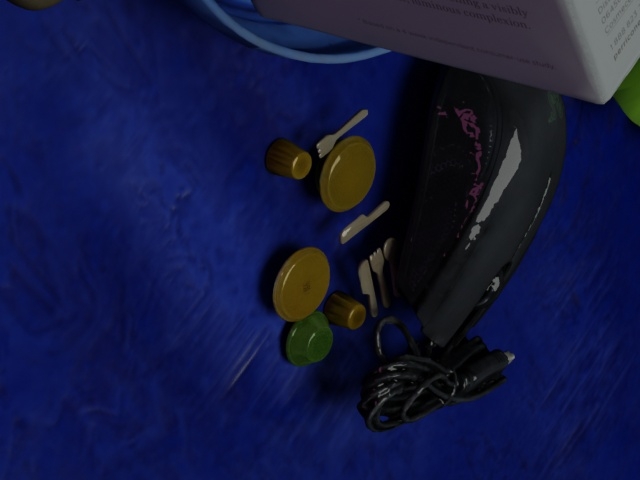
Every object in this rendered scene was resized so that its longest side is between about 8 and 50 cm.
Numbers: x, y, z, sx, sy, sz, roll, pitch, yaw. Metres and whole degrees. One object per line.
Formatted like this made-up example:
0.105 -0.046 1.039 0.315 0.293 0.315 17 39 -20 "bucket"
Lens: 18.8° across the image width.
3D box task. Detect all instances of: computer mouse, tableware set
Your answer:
0.110 -0.010 1.243 0.188 0.072 0.272 -6 108 -63 "computer mouse"
0.000 0.000 1.176 0.104 0.024 0.154 -39 134 -30 "tableware set"

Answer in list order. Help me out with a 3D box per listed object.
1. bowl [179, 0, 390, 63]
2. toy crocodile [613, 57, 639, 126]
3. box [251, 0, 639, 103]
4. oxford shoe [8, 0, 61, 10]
0.011 -0.291 1.017 0.391 0.077 0.391 -24 123 -43 "bowl"
0.322 -0.164 1.444 0.340 0.105 0.115 -33 171 -40 "toy crocodile"
0.032 -0.250 0.823 0.168 0.215 0.345 -53 140 -22 "box"
-0.211 -0.191 0.785 0.130 0.123 0.348 -38 140 2 "oxford shoe"
